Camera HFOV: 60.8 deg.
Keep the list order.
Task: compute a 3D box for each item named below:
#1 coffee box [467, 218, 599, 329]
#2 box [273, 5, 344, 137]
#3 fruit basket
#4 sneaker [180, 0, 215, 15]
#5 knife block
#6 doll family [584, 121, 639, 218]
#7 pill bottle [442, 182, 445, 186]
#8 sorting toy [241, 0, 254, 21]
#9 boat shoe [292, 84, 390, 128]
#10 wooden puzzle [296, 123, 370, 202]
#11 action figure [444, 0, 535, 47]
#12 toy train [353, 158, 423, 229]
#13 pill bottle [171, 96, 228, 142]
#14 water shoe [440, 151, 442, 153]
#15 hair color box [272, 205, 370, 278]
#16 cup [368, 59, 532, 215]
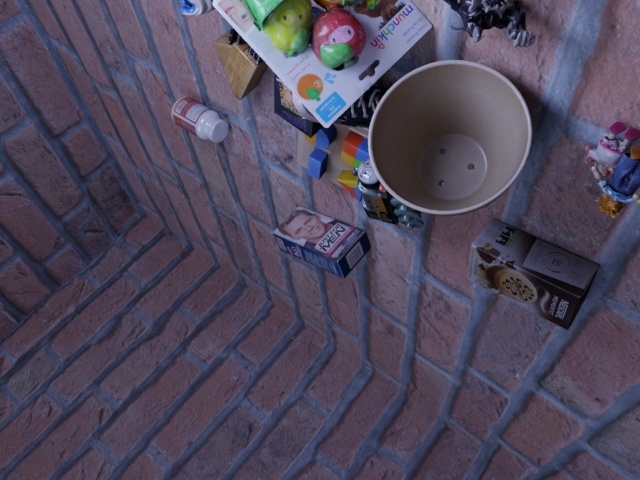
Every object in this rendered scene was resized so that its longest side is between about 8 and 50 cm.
[{"bbox_3d":[0.557,0.088,1.458,0.297,0.119,0.168,28,151,30],"label":"coffee box"},{"bbox_3d":[-0.020,-0.433,1.432,0.143,0.165,0.270,37,156,14],"label":"box"},{"bbox_3d":[0.009,-0.476,1.142,0.353,0.327,0.165,47,180,-3],"label":"fruit basket"},{"bbox_3d":[-0.304,-0.711,1.327,0.130,0.236,0.323,32,154,22],"label":"sneaker"},{"bbox_3d":[-0.196,-0.537,1.626,0.242,0.088,0.276,26,150,35],"label":"knife block"},{"bbox_3d":[0.621,-0.100,1.055,0.262,0.118,0.163,32,154,23],"label":"doll family"},{"bbox_3d":[0.362,-0.124,1.473,0.067,0.067,0.120,25,150,35],"label":"pill bottle"},{"bbox_3d":[-0.137,-0.635,1.371,0.195,0.047,0.348,12,142,8],"label":"sorting toy"},{"bbox_3d":[0.101,-0.333,1.294,0.158,0.340,0.127,9,101,42],"label":"boat shoe"},{"bbox_3d":[0.053,-0.259,1.683,0.347,0.080,0.322,33,153,14],"label":"wooden puzzle"},{"bbox_3d":[0.316,-0.426,0.956,0.163,0.141,0.276,21,155,-11],"label":"action figure"},{"bbox_3d":[0.199,-0.129,1.512,0.190,0.142,0.334,13,170,17],"label":"toy train"},{"bbox_3d":[-0.464,-0.464,2.115,0.216,0.121,0.121,32,154,23],"label":"pill bottle"},{"bbox_3d":[0.273,-0.235,1.454,0.080,0.073,0.203,20,164,-33],"label":"water shoe"},{"bbox_3d":[0.000,0.000,2.098,0.347,0.174,0.105,22,148,38],"label":"hair color box"},{"bbox_3d":[0.292,-0.195,1.228,0.331,0.331,0.237,34,-179,20],"label":"cup"}]
